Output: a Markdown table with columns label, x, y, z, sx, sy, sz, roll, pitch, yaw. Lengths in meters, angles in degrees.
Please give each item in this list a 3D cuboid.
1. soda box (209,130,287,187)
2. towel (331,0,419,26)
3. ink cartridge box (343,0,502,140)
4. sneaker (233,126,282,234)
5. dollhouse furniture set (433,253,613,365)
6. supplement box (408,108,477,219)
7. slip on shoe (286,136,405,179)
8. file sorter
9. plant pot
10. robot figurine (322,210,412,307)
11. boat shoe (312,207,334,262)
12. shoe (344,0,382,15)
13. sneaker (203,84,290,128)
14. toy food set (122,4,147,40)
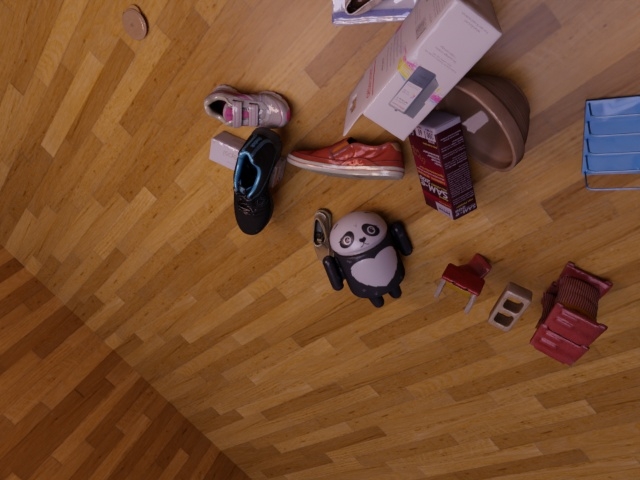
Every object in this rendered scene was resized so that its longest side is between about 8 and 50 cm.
| label | x | y | z | sx | sy | sz | roll | pitch | yaw |
| --- | --- | --- | --- | --- | --- | --- | --- | --- | --- |
| soda box | -0.211 | -0.237 | 1.403 | 0.216 | 0.069 | 0.074 | 25 | 129 | 8 |
| towel | 0.109 | -0.609 | 1.021 | 0.209 | 0.034 | 0.285 | 7 | 124 | 21 |
| ink cartridge box | 0.197 | -0.363 | 1.021 | 0.119 | 0.207 | 0.353 | 28 | 133 | -18 |
| sneaker | -0.199 | -0.140 | 1.327 | 0.125 | 0.139 | 0.341 | 21 | 130 | 10 |
| dollhouse furniture set | 0.508 | 0.123 | 1.222 | 0.374 | 0.201 | 0.152 | 28 | 130 | 15 |
| supplement box | 0.285 | -0.180 | 1.141 | 0.073 | 0.130 | 0.239 | -28 | 120 | -9 |
| slip on shoe | 0.064 | -0.219 | 1.269 | 0.331 | 0.123 | 0.101 | 7 | 92 | 28 |
| file sorter | 0.617 | -0.200 | 1.004 | 0.118 | 0.104 | 0.170 | 1 | 121 | 25 |
| plant pot | 0.367 | -0.272 | 1.042 | 0.110 | 0.237 | 0.237 | -40 | 102 | -3 |
| robot figurine | 0.136 | 0.051 | 1.359 | 0.173 | 0.209 | 0.278 | -2 | 121 | 42 |
| boat shoe | 0.000 | 0.000 | 1.457 | 0.068 | 0.072 | 0.190 | 5 | 124 | 23 |
| shoe | 0.136 | -0.541 | 0.994 | 0.219 | 0.058 | 0.076 | -31 | 105 | 34 |
| sneaker | -0.204 | -0.345 | 1.298 | 0.252 | 0.111 | 0.103 | 12 | 126 | 18 |
| toy food set | -0.515 | -0.599 | 1.338 | 0.082 | 0.020 | 0.083 | -22 | 110 | 35 |
